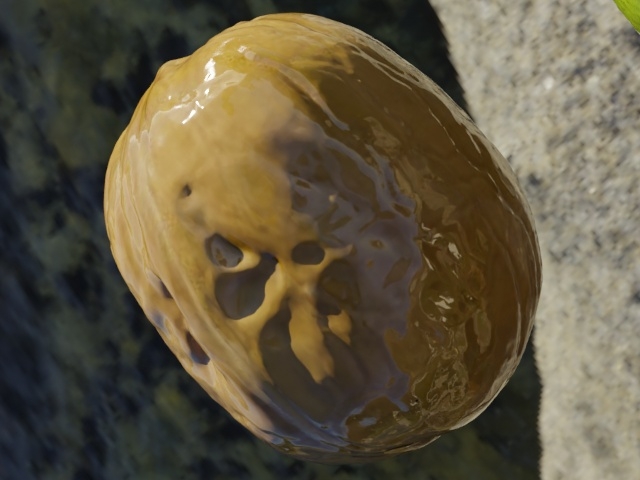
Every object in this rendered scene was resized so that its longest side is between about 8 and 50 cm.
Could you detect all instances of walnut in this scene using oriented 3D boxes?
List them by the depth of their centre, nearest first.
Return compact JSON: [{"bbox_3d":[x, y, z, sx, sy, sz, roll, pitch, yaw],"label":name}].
[{"bbox_3d":[0.000,0.000,0.696,0.225,0.193,0.193,46,141,5],"label":"walnut"}]

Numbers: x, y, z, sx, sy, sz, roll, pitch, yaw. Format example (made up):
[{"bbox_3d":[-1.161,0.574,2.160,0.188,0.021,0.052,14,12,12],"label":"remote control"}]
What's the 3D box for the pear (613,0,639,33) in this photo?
[{"bbox_3d":[0.189,-0.232,0.667,0.139,0.288,0.239,14,175,4],"label":"pear"}]
